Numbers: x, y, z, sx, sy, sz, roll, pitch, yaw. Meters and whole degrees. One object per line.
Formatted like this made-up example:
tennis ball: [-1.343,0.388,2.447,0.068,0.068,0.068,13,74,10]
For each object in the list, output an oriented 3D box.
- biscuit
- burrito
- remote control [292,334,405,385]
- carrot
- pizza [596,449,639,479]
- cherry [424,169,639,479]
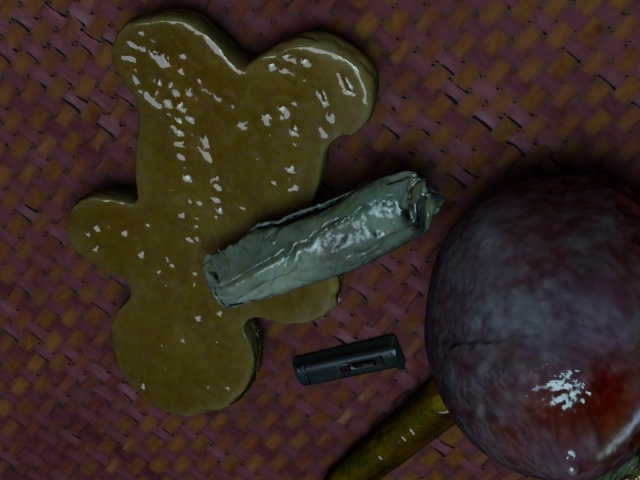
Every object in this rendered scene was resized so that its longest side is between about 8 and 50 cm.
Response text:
biscuit: [-0.083,-0.011,0.887,0.216,0.047,0.340,13,119,6]
burrito: [0.000,-0.001,0.826,0.188,0.045,0.058,-20,136,18]
remote control: [0.022,0.100,0.940,0.091,0.016,0.034,-15,118,19]
carrot: [0.061,0.164,0.954,0.042,0.042,0.170,40,120,-10]
pizza: [0.264,0.214,0.930,0.182,0.062,0.161,8,125,13]
cherry: [0.159,0.062,0.763,0.192,0.250,0.175,-15,122,20]
